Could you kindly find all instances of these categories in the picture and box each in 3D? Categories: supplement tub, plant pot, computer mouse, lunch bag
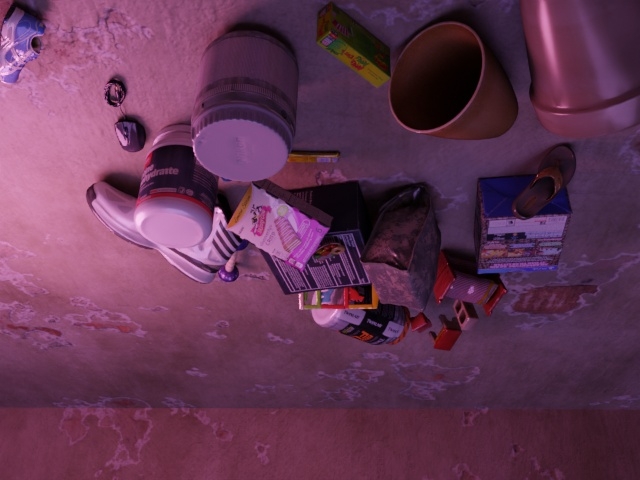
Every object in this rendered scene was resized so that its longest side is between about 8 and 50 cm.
[{"bbox_3d":[-0.353,-0.135,1.730,0.191,0.272,0.191,1,146,1],"label":"supplement tub"},{"bbox_3d":[0.515,-0.402,1.303,0.323,0.323,0.280,-20,125,30],"label":"plant pot"},{"bbox_3d":[0.318,-0.316,1.506,0.237,0.237,0.254,-27,153,36],"label":"plant pot"},{"bbox_3d":[-0.485,-0.298,1.701,0.071,0.041,0.242,0,146,3],"label":"computer mouse"},{"bbox_3d":[0.144,0.243,2.358,0.316,0.193,0.193,23,141,-29],"label":"supplement tub"},{"bbox_3d":[0.248,0.014,1.946,0.169,0.287,0.235,11,152,28],"label":"lunch bag"}]

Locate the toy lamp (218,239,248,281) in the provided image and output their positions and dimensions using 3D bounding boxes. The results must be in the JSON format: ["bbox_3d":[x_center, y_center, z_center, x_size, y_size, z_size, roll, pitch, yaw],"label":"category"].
[{"bbox_3d":[-0.274,0.039,2.169,0.080,0.080,0.274,8,145,-9],"label":"toy lamp"}]

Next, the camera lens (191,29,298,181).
[{"bbox_3d":[-0.159,-0.294,1.480,0.219,0.274,0.219,1,147,0],"label":"camera lens"}]

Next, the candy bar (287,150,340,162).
[{"bbox_3d":[-0.026,-0.220,1.819,0.161,0.018,0.040,0,150,1],"label":"candy bar"}]

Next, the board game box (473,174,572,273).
[{"bbox_3d":[0.563,-0.042,1.955,0.232,0.141,0.291,-3,146,7],"label":"board game box"}]

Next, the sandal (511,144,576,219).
[{"bbox_3d":[0.574,-0.146,1.763,0.219,0.090,0.060,-49,171,7],"label":"sandal"}]

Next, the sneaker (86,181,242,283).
[{"bbox_3d":[-0.418,-0.087,1.964,0.447,0.169,0.257,35,110,-24],"label":"sneaker"}]

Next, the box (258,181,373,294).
[{"bbox_3d":[0.000,0.000,2.002,0.294,0.182,0.296,-6,145,12],"label":"box"}]

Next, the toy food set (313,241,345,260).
[{"bbox_3d":[0.019,0.031,1.852,0.082,0.020,0.083,-33,154,25],"label":"toy food set"}]

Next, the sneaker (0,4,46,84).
[{"bbox_3d":[-0.656,-0.410,1.501,0.081,0.080,0.211,20,144,-20],"label":"sneaker"}]

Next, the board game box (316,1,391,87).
[{"bbox_3d":[0.072,-0.412,1.457,0.181,0.092,0.043,28,140,-34],"label":"board game box"}]

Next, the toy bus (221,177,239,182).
[{"bbox_3d":[-0.176,-0.241,1.718,0.202,0.104,0.191,-42,168,7],"label":"toy bus"}]

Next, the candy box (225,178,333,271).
[{"bbox_3d":[-0.106,-0.044,1.794,0.233,0.071,0.159,30,116,-5],"label":"candy box"}]

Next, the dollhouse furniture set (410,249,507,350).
[{"bbox_3d":[0.425,0.229,2.264,0.201,0.152,0.374,12,125,-16],"label":"dollhouse furniture set"}]

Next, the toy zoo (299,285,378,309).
[{"bbox_3d":[0.078,0.123,2.192,0.293,0.192,0.030,-1,177,5],"label":"toy zoo"}]
